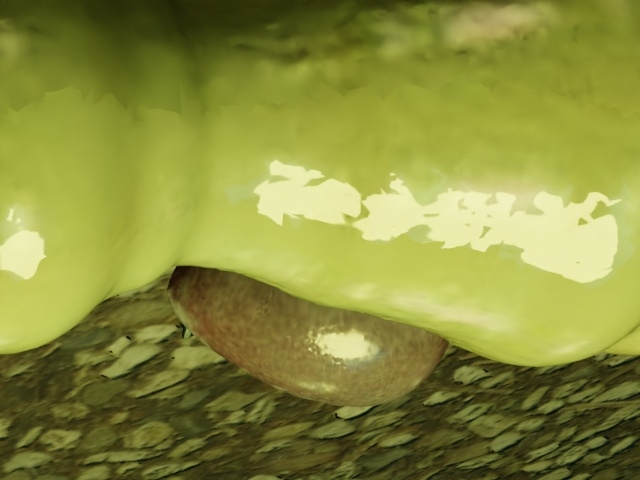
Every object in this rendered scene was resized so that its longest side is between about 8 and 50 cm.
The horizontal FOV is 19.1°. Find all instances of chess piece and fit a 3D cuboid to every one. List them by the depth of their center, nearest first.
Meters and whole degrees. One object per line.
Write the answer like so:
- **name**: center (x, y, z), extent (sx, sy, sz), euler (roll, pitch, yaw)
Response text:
- **chess piece**: center (-0.036, -0.048, 0.770), extent (0.442, 0.234, 0.234), euler (-5, 150, -29)

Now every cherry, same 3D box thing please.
- **cherry**: center (-0.007, 0.002, 0.978), extent (0.148, 0.188, 0.115), euler (-15, 141, -2)

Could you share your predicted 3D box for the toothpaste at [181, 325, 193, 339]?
- **toothpaste**: center (-0.072, 0.038, 1.162), extent (0.027, 0.019, 0.083), euler (-29, 160, -18)
